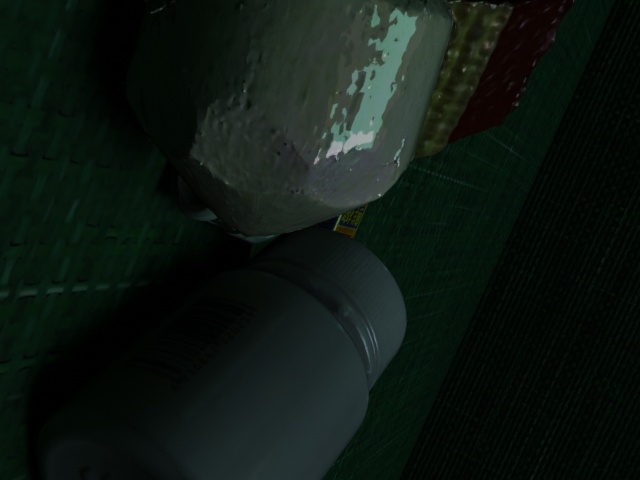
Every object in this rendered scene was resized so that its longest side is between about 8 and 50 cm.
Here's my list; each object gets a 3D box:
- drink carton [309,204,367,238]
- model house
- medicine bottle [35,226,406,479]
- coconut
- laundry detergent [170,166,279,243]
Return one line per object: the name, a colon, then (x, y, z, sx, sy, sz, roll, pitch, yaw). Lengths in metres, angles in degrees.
drink carton: (0.000, 0.000, 1.082, 0.071, 0.056, 0.166, 14, 101, -63)
model house: (0.107, -0.200, 0.906, 0.254, 0.160, 0.196, -30, 153, -40)
medicine bottle: (-0.070, 0.141, 0.829, 0.339, 0.208, 0.208, -44, 153, -47)
coconut: (-0.024, -0.113, 0.628, 0.234, 0.224, 0.224, -65, 162, 11)
laundry detergent: (-0.059, -0.048, 0.834, 0.225, 0.070, 0.099, 30, 77, -73)
